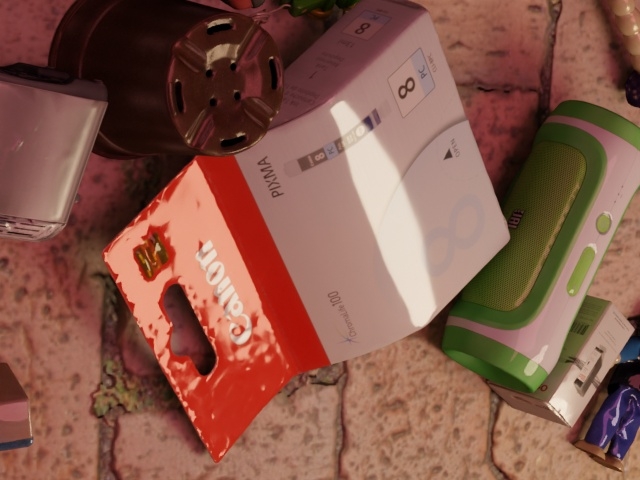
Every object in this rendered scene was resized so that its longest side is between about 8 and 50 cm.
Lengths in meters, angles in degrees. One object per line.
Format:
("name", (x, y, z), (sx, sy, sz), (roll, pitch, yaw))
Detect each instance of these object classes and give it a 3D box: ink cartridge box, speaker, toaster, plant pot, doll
("ink cartridge box", (0.259, 0.125, 2.149), (0.056, 0.099, 0.135), (46, 72, -35))
("ink cartridge box", (0.000, 0.000, 1.894), (0.385, 0.091, 0.308), (-46, 135, -24))
("speaker", (0.238, 0.005, 2.091), (0.131, 0.131, 0.296), (34, 77, -37))
("toaster", (-0.295, -0.085, 1.664), (0.227, 0.129, 0.146), (10, 95, -38))
("plant pot", (-0.128, -0.146, 1.757), (0.167, 0.165, 0.167), (-7, 102, -37))
("doll", (0.354, 0.163, 2.263), (0.129, 0.046, 0.189), (35, 77, -38))

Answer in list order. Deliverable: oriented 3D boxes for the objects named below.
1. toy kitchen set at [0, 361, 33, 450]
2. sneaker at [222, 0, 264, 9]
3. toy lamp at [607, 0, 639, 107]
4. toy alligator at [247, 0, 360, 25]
("toy kitchen set", (-0.354, 0.212, 1.706), (0.207, 0.122, 0.166), (-7, 104, -16))
("sneaker", (-0.159, -0.286, 1.702), (0.135, 0.097, 0.276), (-43, 88, -11))
("toy lamp", (0.318, -0.272, 2.131), (0.080, 0.080, 0.274), (-43, 120, -24))
("toy alligator", (-0.006, -0.246, 1.908), (0.190, 0.056, 0.051), (-19, 68, -32))
